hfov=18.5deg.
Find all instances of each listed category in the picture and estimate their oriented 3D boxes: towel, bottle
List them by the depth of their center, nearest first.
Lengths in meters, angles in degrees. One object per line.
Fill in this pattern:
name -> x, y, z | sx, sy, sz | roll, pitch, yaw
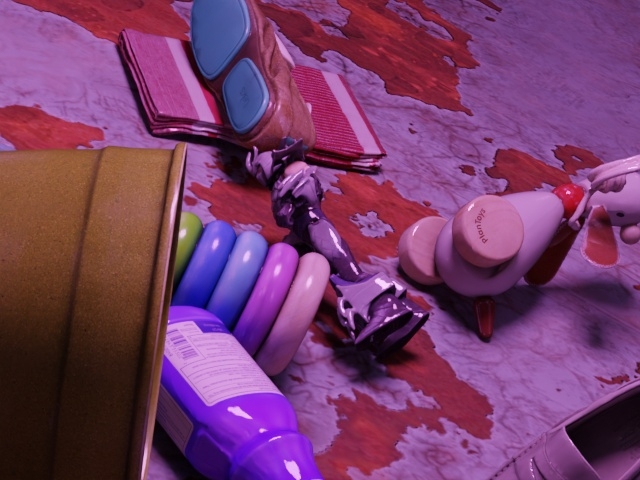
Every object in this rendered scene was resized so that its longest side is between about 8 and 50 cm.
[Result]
bottle -> -0.085, 0.178, 1.906 | 0.118, 0.092, 0.283 | -3, 38, -41
towel -> -0.092, -0.185, 2.584 | 0.329, 0.037, 0.237 | 10, 30, -24

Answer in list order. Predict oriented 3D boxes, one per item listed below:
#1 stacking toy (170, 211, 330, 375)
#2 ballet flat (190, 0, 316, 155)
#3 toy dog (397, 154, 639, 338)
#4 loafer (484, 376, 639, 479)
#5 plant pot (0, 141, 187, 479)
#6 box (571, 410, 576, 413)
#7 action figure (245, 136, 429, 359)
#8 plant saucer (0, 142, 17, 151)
stacking toy -> -0.162, 0.013, 2.052 | 0.330, 0.141, 0.141 | 26, 28, -6
ballet flat -> -0.077, -0.211, 2.504 | 0.124, 0.116, 0.342 | 30, 20, -34
toy dog -> 0.267, 0.016, 2.356 | 0.334, 0.161, 0.220 | -15, -4, -8
loafer -> 0.236, 0.223, 1.889 | 0.319, 0.111, 0.112 | -34, 56, -9
plant pot -> -0.312, 0.076, 1.705 | 0.353, 0.366, 0.366 | 7, 30, -3
box -> 0.356, 0.244, 2.072 | 0.257, 0.128, 0.122 | -8, 40, -44
action figure -> 0.000, 0.000, 2.201 | 0.285, 0.099, 0.185 | 51, -6, 22
plant saucer -> -0.383, -0.036, 2.114 | 0.318, 0.043, 0.317 | 17, 30, -10
